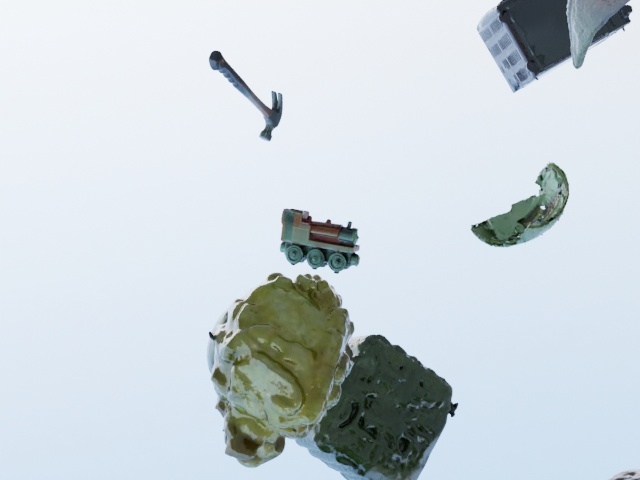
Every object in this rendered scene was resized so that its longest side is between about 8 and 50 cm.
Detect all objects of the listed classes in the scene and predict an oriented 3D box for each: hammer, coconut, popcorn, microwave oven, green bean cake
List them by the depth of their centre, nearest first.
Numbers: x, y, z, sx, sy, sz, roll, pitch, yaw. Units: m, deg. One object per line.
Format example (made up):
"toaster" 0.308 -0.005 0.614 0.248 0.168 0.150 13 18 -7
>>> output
"popcorn" -0.066 0.163 1.183 0.192 0.233 0.266 24 -106 -13
"coconut" 0.298 -0.036 1.298 0.158 0.055 0.133 -34 -152 10
"green bean cake" 0.105 0.332 1.712 0.247 0.156 0.250 38 -112 -20
"microwave oven" 0.470 -0.448 1.841 0.247 0.188 0.178 -29 -177 -5
"hammer" -0.166 -0.334 2.019 0.033 0.111 0.287 17 168 32

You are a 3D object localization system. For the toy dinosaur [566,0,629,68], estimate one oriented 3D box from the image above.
"toy dinosaur" 0.391 -0.320 0.952 0.206 0.328 0.113 29 -167 26

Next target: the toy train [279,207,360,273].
"toy train" 0.000 0.000 1.847 0.175 0.119 0.074 9 -171 18

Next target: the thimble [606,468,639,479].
"thimble" 0.542 0.490 1.436 0.237 0.238 0.150 -4 178 -25

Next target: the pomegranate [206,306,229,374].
"pomegranate" -0.125 0.270 1.990 0.242 0.242 0.306 -3 -144 -23
